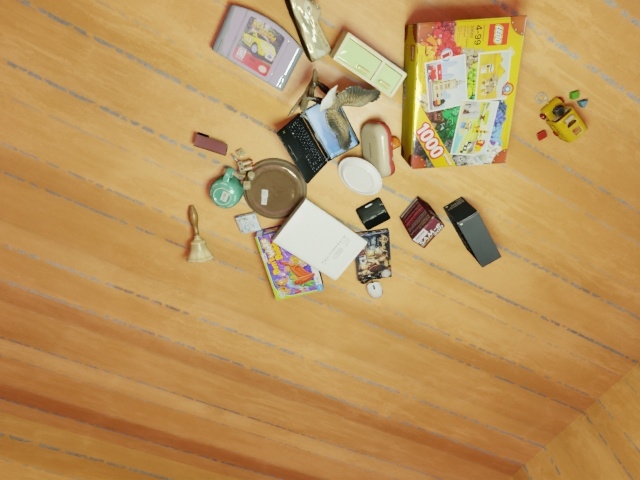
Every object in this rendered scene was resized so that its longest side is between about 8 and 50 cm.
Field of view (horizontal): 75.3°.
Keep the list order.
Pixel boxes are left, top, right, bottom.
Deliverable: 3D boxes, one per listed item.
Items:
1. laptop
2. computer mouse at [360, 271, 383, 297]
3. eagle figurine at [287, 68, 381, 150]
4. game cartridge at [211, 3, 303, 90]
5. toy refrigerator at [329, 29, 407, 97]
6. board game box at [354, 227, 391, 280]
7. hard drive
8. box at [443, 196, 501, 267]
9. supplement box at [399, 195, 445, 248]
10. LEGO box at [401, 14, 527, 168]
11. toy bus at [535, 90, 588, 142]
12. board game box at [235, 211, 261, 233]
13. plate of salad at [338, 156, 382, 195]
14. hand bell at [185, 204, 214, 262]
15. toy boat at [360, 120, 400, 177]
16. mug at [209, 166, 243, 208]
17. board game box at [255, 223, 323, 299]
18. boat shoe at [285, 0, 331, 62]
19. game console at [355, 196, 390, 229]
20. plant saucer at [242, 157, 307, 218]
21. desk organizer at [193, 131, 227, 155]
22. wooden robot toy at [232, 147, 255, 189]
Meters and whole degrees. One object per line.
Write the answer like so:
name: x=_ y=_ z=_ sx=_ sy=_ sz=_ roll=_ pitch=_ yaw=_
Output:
laptop: x=-0.001 y=-0.399 z=1.629 sx=0.136 sy=0.264 sz=0.234 roll=-8 pitch=124 yaw=43
computer mouse: x=0.260 y=0.227 z=1.981 sx=0.106 sy=0.042 sz=0.193 roll=-17 pitch=135 yaw=10
eagle figurine: x=0.071 y=-0.493 z=1.530 sx=0.298 sy=0.225 sz=0.226 roll=24 pitch=154 yaw=-27
game cartridge: x=-0.223 y=-0.708 z=1.511 sx=0.294 sy=0.060 sz=0.196 roll=26 pitch=109 yaw=-15
toy refrigerator: x=0.175 y=-0.641 z=1.517 sx=0.269 sy=0.094 sz=0.102 roll=25 pitch=113 yaw=-24
board game box: x=0.242 y=0.068 z=1.931 sx=0.165 sy=0.042 sz=0.243 roll=-8 pitch=117 yaw=2
hard drive: x=0.000 y=0.000 z=1.803 sx=0.353 sy=0.047 sz=0.233 roll=33 pitch=104 yaw=-24
box: x=0.663 y=-0.038 z=1.817 sx=0.103 sy=0.184 sz=0.261 roll=-31 pitch=115 yaw=13
supplement box: x=0.423 y=-0.083 z=1.751 sx=0.073 sy=0.239 sz=0.130 roll=32 pitch=112 yaw=-17
LEGO box: x=0.508 y=-0.543 z=1.548 sx=0.372 sy=0.193 sz=0.500 roll=-4 pitch=117 yaw=0
toy bus: x=0.964 y=-0.486 z=1.647 sx=0.202 sy=0.104 sz=0.191 roll=-4 pitch=117 yaw=-1
board game box: x=-0.318 y=-0.077 z=1.835 sx=0.090 sy=0.020 sz=0.090 roll=-11 pitch=128 yaw=6
plate of salad: x=0.166 y=-0.268 z=1.714 sx=0.199 sy=0.048 sz=0.200 roll=23 pitch=148 yaw=16
hand bell: x=-0.546 y=-0.035 z=1.827 sx=0.126 sy=0.126 sz=0.242 roll=-4 pitch=104 yaw=0
toy boat: x=0.260 y=-0.373 z=1.671 sx=0.151 sy=0.151 sz=0.231 roll=-22 pitch=120 yaw=-24
mug: x=-0.399 y=-0.210 z=1.720 sx=0.129 sy=0.097 sz=0.158 roll=-15 pitch=113 yaw=14
board game box: x=-0.136 y=0.093 z=1.907 sx=0.233 sy=0.078 sz=0.347 roll=-13 pitch=117 yaw=4
boat shoe: x=-0.049 y=-0.790 z=1.449 sx=0.098 sy=0.109 sz=0.302 roll=-26 pitch=123 yaw=-1
game console: x=0.235 y=-0.118 z=1.853 sx=0.122 sy=0.071 sz=0.107 roll=-28 pitch=85 yaw=11
plant saucer: x=-0.195 y=-0.212 z=1.771 sx=0.277 sy=0.041 sz=0.278 roll=-1 pitch=118 yaw=-2
desk organizer: x=-0.437 y=-0.388 z=1.666 sx=0.130 sy=0.047 sz=0.050 roll=17 pitch=113 yaw=-11
wooden robot toy: x=-0.310 y=-0.286 z=1.710 sx=0.076 sy=0.079 sz=0.173 roll=-15 pitch=80 yaw=-15
